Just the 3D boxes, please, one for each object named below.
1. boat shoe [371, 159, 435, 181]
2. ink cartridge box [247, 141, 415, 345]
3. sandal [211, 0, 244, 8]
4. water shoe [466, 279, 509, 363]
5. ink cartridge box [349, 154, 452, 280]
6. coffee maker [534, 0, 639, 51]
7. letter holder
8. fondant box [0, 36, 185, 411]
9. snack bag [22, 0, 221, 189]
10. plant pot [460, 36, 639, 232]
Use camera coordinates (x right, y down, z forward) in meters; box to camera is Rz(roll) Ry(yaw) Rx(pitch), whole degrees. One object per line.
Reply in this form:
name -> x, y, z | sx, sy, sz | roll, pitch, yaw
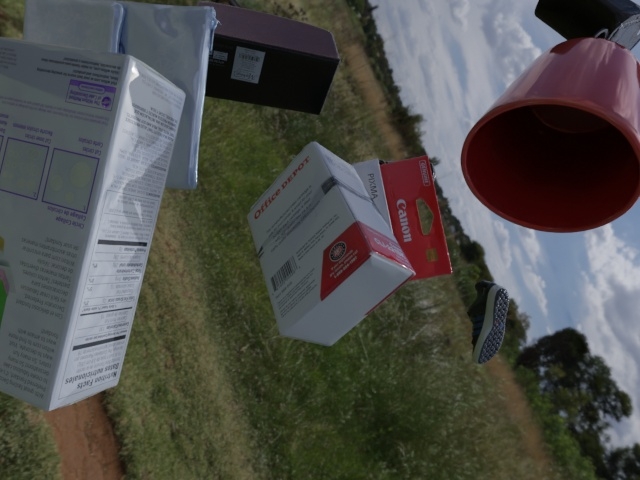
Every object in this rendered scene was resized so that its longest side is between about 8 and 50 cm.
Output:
boat shoe -> 0.185, -0.180, 1.377 | 0.130, 0.354, 0.133 | 61, 15, -69
ink cartridge box -> 0.000, 0.000, 0.727 | 0.114, 0.197, 0.273 | 24, 31, -41
sandal -> -0.253, -0.635, 1.239 | 0.219, 0.060, 0.090 | 44, -5, 4
water shoe -> 0.395, 0.195, 1.062 | 0.080, 0.072, 0.203 | 33, -63, 58
ink cartridge box -> 0.154, -0.041, 1.025 | 0.066, 0.260, 0.297 | 36, 43, -84
coffee maker -> 0.505, -0.435, 0.834 | 0.171, 0.120, 0.178 | -8, 55, -39
letter holder -> -0.133, -0.434, 1.000 | 0.152, 0.301, 0.215 | 118, -30, -50
fondant box -> -0.302, -0.029, 0.462 | 0.096, 0.238, 0.331 | 13, 91, -75
snack bag -> -0.355, -0.249, 0.756 | 0.037, 0.342, 0.324 | -26, 124, -83
plant pot -> 0.411, -0.190, 0.746 | 0.243, 0.274, 0.275 | -54, 132, -27
